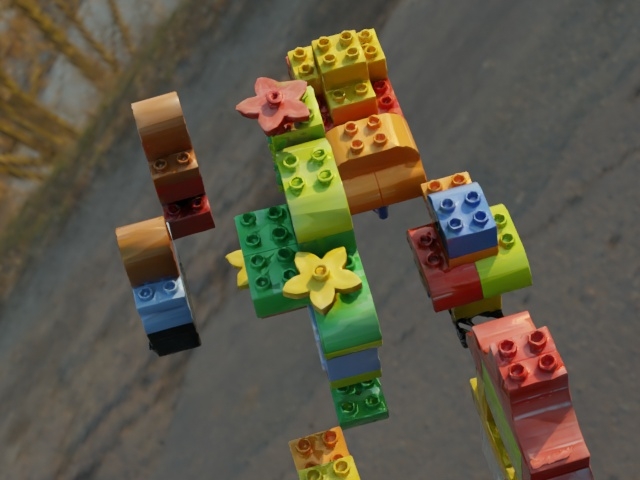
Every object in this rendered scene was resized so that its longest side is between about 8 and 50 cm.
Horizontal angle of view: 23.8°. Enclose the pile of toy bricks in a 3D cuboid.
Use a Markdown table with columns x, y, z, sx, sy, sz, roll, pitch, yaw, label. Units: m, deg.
| x | y | z | sx | sy | sz | roll | pitch | yaw | label |
| --- | --- | --- | --- | --- | --- | --- | --- | --- | --- |
| 0.000 | 0.000 | 0.440 | 0.105 | 0.118 | 0.212 | 78 | 174 | -51 | pile of toy bricks |
